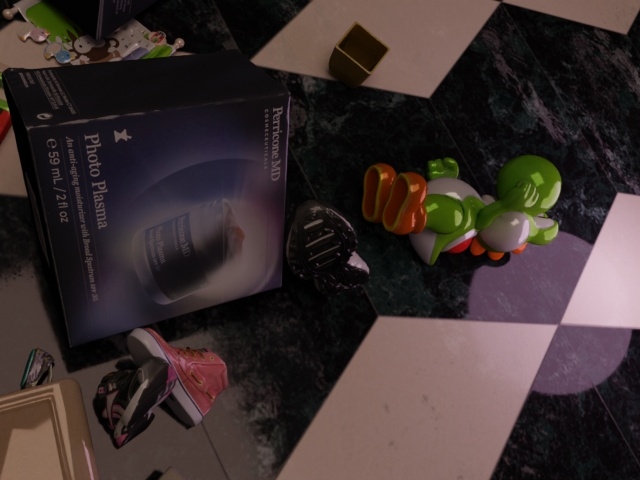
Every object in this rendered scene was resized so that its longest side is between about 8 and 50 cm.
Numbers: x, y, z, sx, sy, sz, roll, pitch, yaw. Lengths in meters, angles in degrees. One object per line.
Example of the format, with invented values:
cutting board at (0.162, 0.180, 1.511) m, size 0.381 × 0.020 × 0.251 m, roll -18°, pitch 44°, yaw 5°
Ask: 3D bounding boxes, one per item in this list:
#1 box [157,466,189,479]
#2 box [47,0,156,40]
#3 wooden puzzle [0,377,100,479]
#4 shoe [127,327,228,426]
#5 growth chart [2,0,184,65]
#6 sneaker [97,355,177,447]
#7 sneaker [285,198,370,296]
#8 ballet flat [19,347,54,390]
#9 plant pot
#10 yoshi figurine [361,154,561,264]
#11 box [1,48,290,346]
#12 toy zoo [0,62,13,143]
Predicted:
box at (-0.225, 0.411, 0.723) m, size 0.113 × 0.094 × 0.275 m, roll 26°, pitch 55°, yaw 32°
box at (-0.324, -0.569, 1.008) m, size 0.293 × 0.212 × 0.395 m, roll 38°, pitch 57°, yaw -2°
wooden puzzle at (-0.382, 0.296, 0.731) m, size 0.238 × 0.044 × 0.221 m, roll -10°, pitch 83°, yaw -30°
shoe at (-0.185, 0.163, 0.842) m, size 0.081 × 0.063 × 0.178 m, roll -48°, pitch 132°, yaw -34°
growth chart at (-0.366, -0.336, 1.022) m, size 0.237 × 0.021 × 0.172 m, roll 34°, pitch 60°, yaw -5°
sneaker at (-0.242, 0.191, 0.783) m, size 0.077 × 0.178 × 0.072 m, roll 44°, pitch 39°, yaw 9°
sneaker at (0.000, 0.000, 0.925) m, size 0.100 × 0.271 × 0.108 m, roll -24°, pitch 68°, yaw 2°
ballet flat at (-0.370, 0.196, 0.803) m, size 0.041 × 0.041 × 0.114 m, roll 22°, pitch 64°, yaw -13°
plant pot at (0.061, -0.330, 1.159) m, size 0.081 × 0.083 × 0.081 m, roll 38°, pitch 61°, yaw -6°
yoshi figurine at (0.269, -0.083, 1.091) m, size 0.362 × 0.203 × 0.204 m, roll 6°, pitch 61°, yaw -23°
box at (-0.206, -0.064, 0.802) m, size 0.294 × 0.296 × 0.183 m, roll -15°, pitch 39°, yaw -27°
toy zoo at (-0.552, -0.149, 0.866) m, size 0.192 × 0.030 × 0.293 m, roll 23°, pitch 63°, yaw -13°
